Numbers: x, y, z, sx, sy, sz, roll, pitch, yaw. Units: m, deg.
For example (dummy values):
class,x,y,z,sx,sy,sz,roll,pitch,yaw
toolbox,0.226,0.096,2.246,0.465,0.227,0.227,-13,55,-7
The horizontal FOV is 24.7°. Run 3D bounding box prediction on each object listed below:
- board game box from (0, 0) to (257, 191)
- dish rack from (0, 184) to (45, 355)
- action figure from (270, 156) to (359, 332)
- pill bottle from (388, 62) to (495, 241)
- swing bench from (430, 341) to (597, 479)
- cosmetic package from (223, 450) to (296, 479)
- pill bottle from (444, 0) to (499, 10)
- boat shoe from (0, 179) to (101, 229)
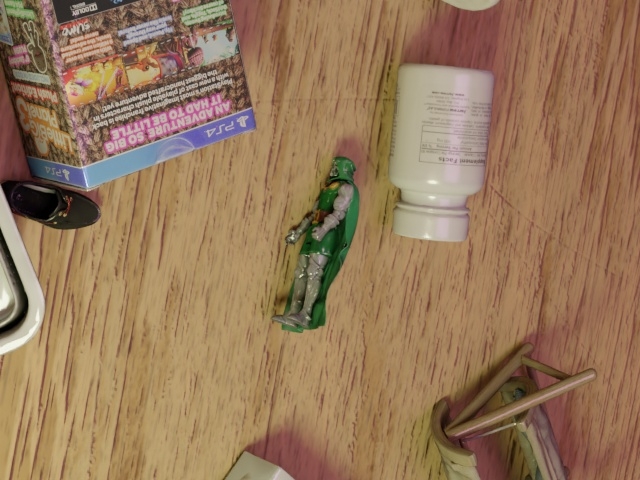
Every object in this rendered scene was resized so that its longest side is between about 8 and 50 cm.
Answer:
class,x,y,z,sx,sy,sz,roll,pitch,yaw
board game box,-0.229,-0.233,1.633,0.232,0.141,0.291,-23,111,-32
dish rack,-0.455,-0.014,1.473,0.286,0.072,0.332,-20,103,-3
action figure,0.000,0.000,1.878,0.063,0.137,0.232,24,75,-25
pill bottle,0.158,-0.118,1.952,0.131,0.131,0.229,1,98,-37
swing bench,0.288,0.330,2.117,0.255,0.165,0.253,-30,116,-23
cosmetic package,-0.047,0.501,1.932,0.284,0.097,0.377,-53,124,-15
pill bottle,0.240,-0.465,1.928,0.169,0.169,0.301,47,71,-33
boat shoe,-0.307,-0.039,1.674,0.133,0.042,0.048,15,88,-39
